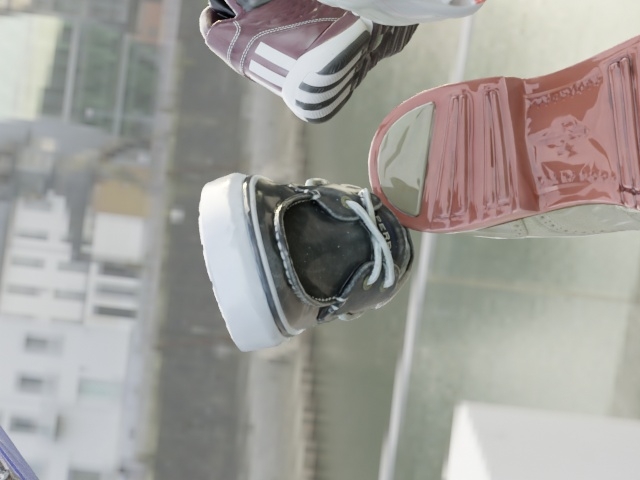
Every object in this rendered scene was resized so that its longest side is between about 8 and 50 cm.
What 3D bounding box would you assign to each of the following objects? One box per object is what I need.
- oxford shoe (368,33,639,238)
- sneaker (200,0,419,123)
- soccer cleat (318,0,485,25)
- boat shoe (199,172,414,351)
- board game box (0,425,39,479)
[{"bbox_3d":[0.241,-0.071,1.332,0.146,0.397,0.140,15,-105,-62],"label":"oxford shoe"},{"bbox_3d":[-0.007,-0.215,1.569,0.281,0.162,0.106,-48,-19,-53],"label":"sneaker"},{"bbox_3d":[0.030,-0.181,1.271,0.076,0.196,0.068,-19,70,51],"label":"soccer cleat"},{"bbox_3d":[0.000,0.000,1.297,0.335,0.119,0.121,-26,-77,-79],"label":"boat shoe"},{"bbox_3d":[-0.370,0.171,1.240,0.232,0.291,0.141,52,173,19],"label":"board game box"}]
